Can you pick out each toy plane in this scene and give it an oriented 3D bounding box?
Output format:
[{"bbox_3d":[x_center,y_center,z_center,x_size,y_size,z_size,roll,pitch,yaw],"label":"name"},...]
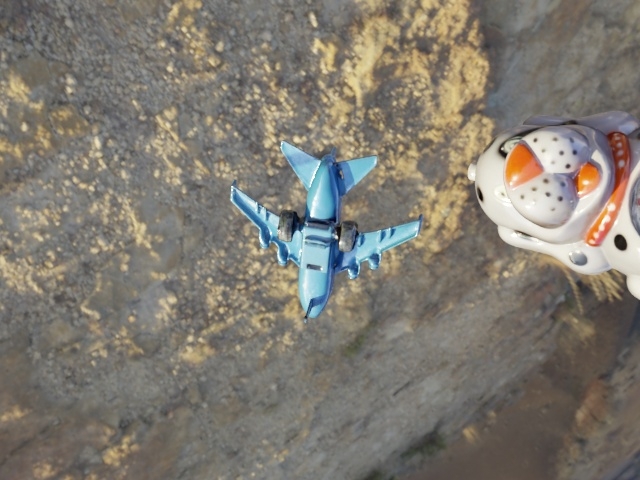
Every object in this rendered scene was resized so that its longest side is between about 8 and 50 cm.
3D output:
[{"bbox_3d":[0.000,0.000,0.945,0.105,0.254,0.271,-67,165,-61],"label":"toy plane"}]

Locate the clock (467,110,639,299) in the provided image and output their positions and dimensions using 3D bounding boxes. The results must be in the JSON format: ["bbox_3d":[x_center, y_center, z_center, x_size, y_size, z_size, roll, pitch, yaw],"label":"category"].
[{"bbox_3d":[0.248,-0.042,0.610,0.189,0.254,0.189,-47,145,-49],"label":"clock"}]
